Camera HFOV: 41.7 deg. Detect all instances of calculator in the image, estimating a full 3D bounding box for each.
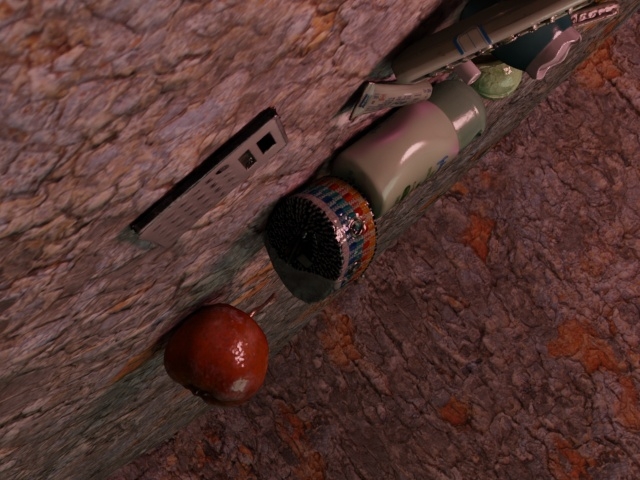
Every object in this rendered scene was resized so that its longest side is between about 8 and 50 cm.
[{"bbox_3d":[-0.151,-0.086,1.217,0.261,0.021,0.161,-41,171,-1],"label":"calculator"}]

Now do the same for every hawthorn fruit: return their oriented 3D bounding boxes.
[{"bbox_3d":[-0.236,0.249,1.906,0.231,0.263,0.235,-6,169,16],"label":"hawthorn fruit"}]

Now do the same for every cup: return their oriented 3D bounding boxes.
[{"bbox_3d":[0.359,-0.377,1.472,0.299,0.173,0.167,-41,172,-5],"label":"cup"}]

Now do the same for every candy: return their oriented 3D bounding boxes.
[{"bbox_3d":[0.390,-0.367,1.931,0.119,0.119,0.440,-43,177,8],"label":"candy"}]

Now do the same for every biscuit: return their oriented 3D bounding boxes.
[{"bbox_3d":[0.281,-0.335,1.584,0.152,0.020,0.152,-9,-164,3],"label":"biscuit"}]

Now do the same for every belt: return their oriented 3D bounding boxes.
[{"bbox_3d":[0.000,0.000,1.671,0.150,0.207,0.258,-31,159,-38],"label":"belt"}]

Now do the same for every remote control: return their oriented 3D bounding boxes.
[{"bbox_3d":[0.275,-0.342,1.352,0.335,0.066,0.128,-22,-178,18],"label":"remote control"}]

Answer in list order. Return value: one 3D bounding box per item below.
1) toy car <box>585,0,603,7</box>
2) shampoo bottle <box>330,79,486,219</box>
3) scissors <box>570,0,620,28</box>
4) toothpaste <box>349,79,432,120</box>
[{"bbox_3d":[0.532,-0.523,1.650,0.101,0.124,0.256,-42,170,15],"label":"toy car"},{"bbox_3d":[0.192,-0.197,1.709,0.349,0.151,0.222,-39,169,-21],"label":"shampoo bottle"},{"bbox_3d":[0.438,-0.411,1.615,0.289,0.041,0.138,-15,-157,-2],"label":"scissors"},{"bbox_3d":[0.134,-0.260,1.500,0.069,0.047,0.268,-24,180,36],"label":"toothpaste"}]
